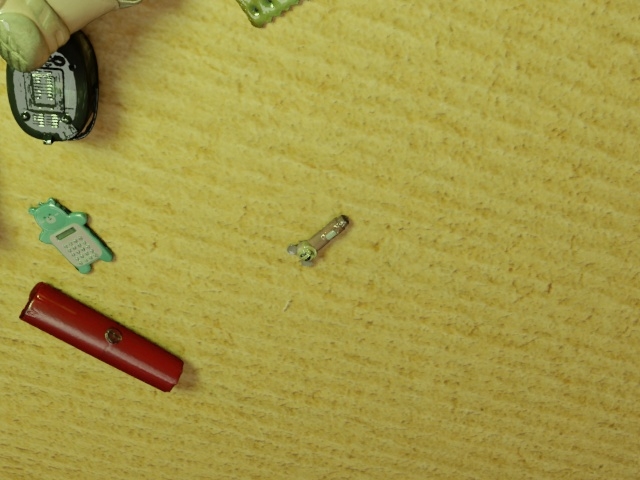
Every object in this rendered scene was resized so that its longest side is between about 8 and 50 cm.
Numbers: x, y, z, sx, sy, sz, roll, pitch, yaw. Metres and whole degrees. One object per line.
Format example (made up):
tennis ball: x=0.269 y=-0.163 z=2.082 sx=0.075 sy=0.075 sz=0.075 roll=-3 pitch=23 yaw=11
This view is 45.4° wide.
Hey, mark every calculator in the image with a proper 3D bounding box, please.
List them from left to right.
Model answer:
calculator: x=-0.392 y=-0.008 z=1.198 sx=0.094 sy=0.019 sz=0.141 roll=-26 pitch=119 yaw=19

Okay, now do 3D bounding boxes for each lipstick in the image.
lipstick: x=-0.361 y=0.165 z=1.278 sx=0.279 sy=0.073 sz=0.073 roll=33 pitch=117 yaw=-20

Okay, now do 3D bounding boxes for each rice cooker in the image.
rice cooker: x=-0.356 y=-0.209 z=1.020 sx=0.112 sy=0.106 sz=0.165 roll=2 pitch=112 yaw=-5

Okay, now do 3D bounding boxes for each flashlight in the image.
flashlight: x=0.000 y=0.000 z=1.191 sx=0.110 sy=0.031 sz=0.052 roll=-39 pitch=114 yaw=22

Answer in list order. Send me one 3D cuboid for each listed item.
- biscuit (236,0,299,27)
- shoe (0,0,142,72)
biscuit: x=-0.039 y=-0.371 z=0.964 sx=0.203 sy=0.016 sz=0.144 roll=-27 pitch=118 yaw=18
shoe: x=-0.355 y=-0.385 z=0.885 sx=0.198 sy=0.172 sz=0.351 roll=-31 pitch=102 yaw=-22
